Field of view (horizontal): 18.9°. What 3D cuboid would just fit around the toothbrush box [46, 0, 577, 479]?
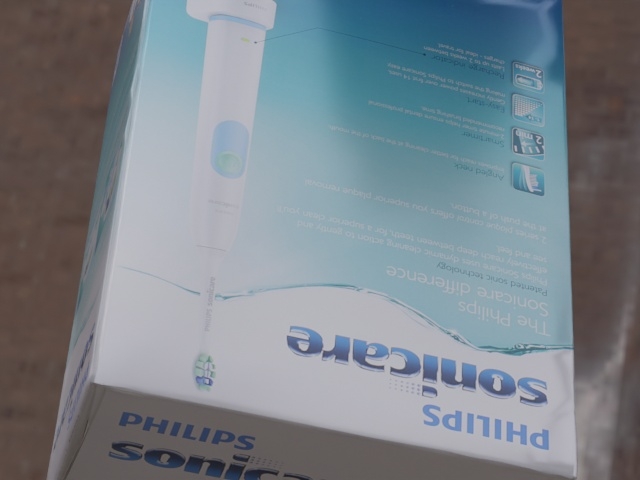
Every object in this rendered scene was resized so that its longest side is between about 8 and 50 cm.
[{"bbox_3d":[0.000,0.000,0.924,0.216,0.296,0.126,12,-39,-11],"label":"toothbrush box"}]
